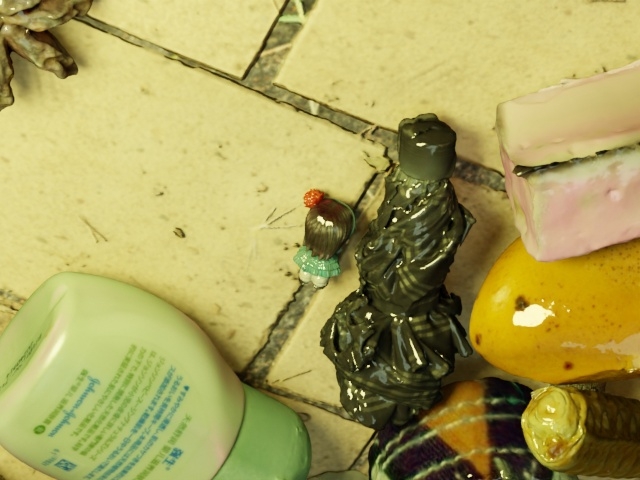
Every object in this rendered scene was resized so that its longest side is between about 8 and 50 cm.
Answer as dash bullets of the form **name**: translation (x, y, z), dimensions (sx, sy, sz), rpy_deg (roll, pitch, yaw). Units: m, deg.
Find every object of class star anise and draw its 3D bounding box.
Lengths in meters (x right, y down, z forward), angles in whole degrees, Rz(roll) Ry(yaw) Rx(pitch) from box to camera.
- **star anise**: translation (-0.307, -0.202, 1.517), dimensions (0.231, 0.089, 0.209), rpy_deg (-23, 119, -5)

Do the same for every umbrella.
- **umbrella**: translation (0.101, 0.041, 1.730), dimensions (0.154, 0.128, 0.337), rpy_deg (13, 120, -14)

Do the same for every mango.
- **mango**: translation (0.287, 0.052, 1.720), dimensions (0.290, 0.191, 0.160), rpy_deg (-10, 163, -4)

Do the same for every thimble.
- **thimble**: translation (0.173, 0.269, 1.877), dimensions (0.237, 0.150, 0.237), rpy_deg (-7, 136, -7)

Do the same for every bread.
- **bread**: translation (0.303, 0.204, 1.803), dimensions (0.077, 0.084, 0.367), rpy_deg (-15, 165, 26)

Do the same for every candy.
- **candy**: translation (0.304, -0.089, 1.640), dimensions (0.265, 0.155, 0.116), rpy_deg (-16, 122, 4)

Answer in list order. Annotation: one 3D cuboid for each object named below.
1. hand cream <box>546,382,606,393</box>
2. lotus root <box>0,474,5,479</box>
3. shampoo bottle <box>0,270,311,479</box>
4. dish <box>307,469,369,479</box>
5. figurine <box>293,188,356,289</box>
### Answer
- **hand cream**: translation (0.283, 0.157, 1.873), dimensions (0.084, 0.084, 0.203), rpy_deg (-11, 134, 1)
- **lotus root**: translation (-0.454, 0.286, 1.792), dimensions (0.310, 0.183, 0.183), rpy_deg (23, 120, -21)
- **shampoo bottle**: translation (-0.163, 0.182, 1.777), dimensions (0.349, 0.151, 0.222), rpy_deg (31, 106, -25)
- **dish**: translation (0.023, 0.326, 1.974), dimensions (0.091, 0.039, 0.137), rpy_deg (-1, 124, -7)
- **figurine**: translation (0.000, 0.000, 1.735), dimensions (0.060, 0.047, 0.106), rpy_deg (34, 132, 20)
